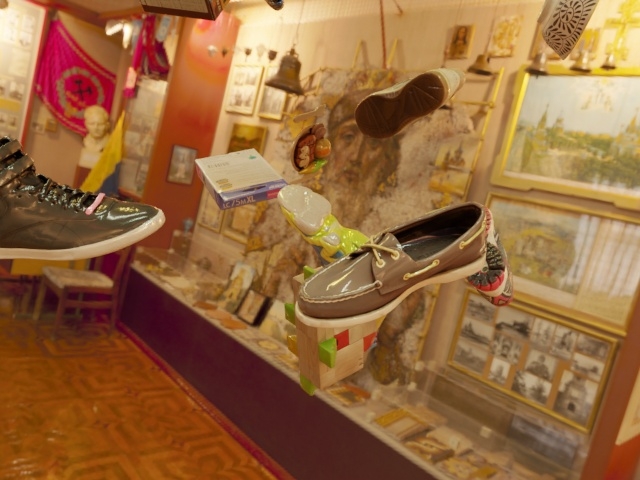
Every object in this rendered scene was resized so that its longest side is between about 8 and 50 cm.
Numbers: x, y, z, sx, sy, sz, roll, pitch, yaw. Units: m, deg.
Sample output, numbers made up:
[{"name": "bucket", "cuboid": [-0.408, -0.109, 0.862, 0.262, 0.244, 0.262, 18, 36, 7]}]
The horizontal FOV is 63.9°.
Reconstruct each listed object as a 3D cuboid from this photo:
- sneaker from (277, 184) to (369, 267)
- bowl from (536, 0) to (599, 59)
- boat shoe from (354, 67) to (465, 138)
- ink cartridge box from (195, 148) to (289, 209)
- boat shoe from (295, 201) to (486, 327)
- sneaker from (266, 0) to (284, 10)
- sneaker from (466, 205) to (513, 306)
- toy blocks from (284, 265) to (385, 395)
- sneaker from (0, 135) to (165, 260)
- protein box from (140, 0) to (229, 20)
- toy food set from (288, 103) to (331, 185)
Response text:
[{"name": "sneaker", "cuboid": [0.000, 0.000, 1.010, 0.240, 0.126, 0.091, 42, 55, 12]}, {"name": "bowl", "cuboid": [0.461, -0.436, 0.963, 0.080, 0.170, 0.170, 24, 7, 10]}, {"name": "boat shoe", "cuboid": [0.196, -0.313, 1.175, 0.098, 0.109, 0.302, -30, 9, -32]}, {"name": "ink cartridge box", "cuboid": [-0.222, -0.169, 1.430, 0.186, 0.065, 0.311, -15, 31, -20]}, {"name": "boat shoe", "cuboid": [0.109, 0.029, 0.753, 0.324, 0.096, 0.116, -18, 39, -18]}, {"name": "sneaker", "cuboid": [-0.162, -0.716, 1.473, 0.135, 0.052, 0.058, 25, 7, -14]}, {"name": "sneaker", "cuboid": [0.384, 0.032, 1.238, 0.112, 0.121, 0.299, 49, 29, -32]}, {"name": "toy blocks", "cuboid": [0.068, 0.198, 1.339, 0.261, 0.381, 0.191, -20, 29, -33]}, {"name": "sneaker", "cuboid": [-0.362, -0.059, 0.671, 0.296, 0.147, 0.104, -2, 28, 0]}, {"name": "protein box", "cuboid": [-0.317, -0.657, 1.236, 0.201, 0.200, 0.136, 14, -30, 15]}, {"name": "toy food set", "cuboid": [-0.021, -0.224, 1.256, 0.038, 0.192, 0.132, 30, 42, 29]}]
